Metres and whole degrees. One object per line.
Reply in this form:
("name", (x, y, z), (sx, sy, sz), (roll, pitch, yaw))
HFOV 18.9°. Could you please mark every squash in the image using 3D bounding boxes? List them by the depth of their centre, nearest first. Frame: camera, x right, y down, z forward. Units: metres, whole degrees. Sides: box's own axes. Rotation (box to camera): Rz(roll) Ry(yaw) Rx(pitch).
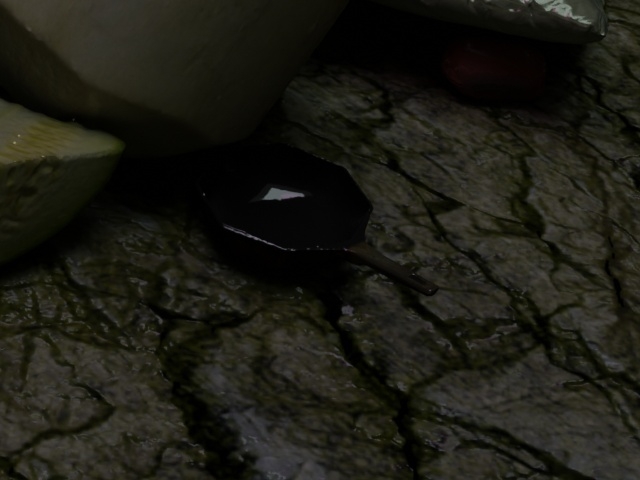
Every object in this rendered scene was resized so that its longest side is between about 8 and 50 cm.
("squash", (-0.278, -0.009, 1.303), (0.203, 0.111, 0.288), (21, 27, 4))

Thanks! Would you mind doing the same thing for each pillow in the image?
("pillow", (0.123, -0.246, 1.722), (0.281, 0.076, 0.274), (16, 17, 4))

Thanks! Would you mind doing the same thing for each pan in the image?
("pan", (-0.014, 0.003, 1.436), (0.128, 0.048, 0.202), (-9, 41, -24))

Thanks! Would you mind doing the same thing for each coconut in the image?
("coconut", (-0.119, -0.228, 1.467), (0.323, 0.323, 0.323), (8, 38, -6))

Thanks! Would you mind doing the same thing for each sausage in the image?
("sausage", (0.152, -0.151, 1.670), (0.094, 0.059, 0.054), (7, 57, -13))
